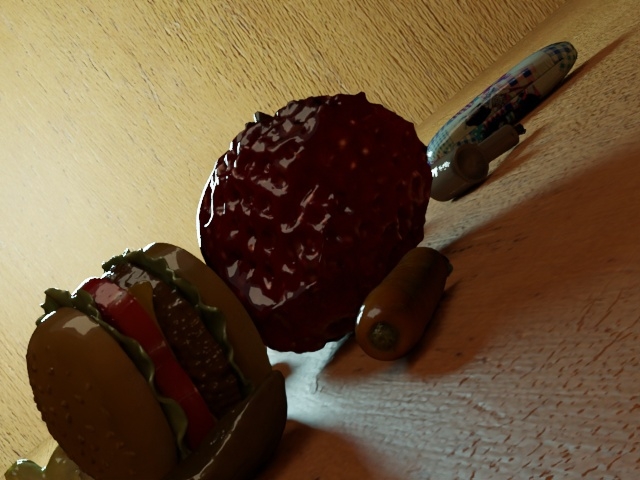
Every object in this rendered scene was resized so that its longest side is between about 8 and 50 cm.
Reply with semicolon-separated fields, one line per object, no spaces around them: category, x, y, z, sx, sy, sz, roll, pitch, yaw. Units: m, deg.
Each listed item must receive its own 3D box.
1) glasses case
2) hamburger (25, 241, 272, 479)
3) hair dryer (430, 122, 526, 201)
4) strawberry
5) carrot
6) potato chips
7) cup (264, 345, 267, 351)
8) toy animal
glasses case;0.318;-0.240;2.278;0.327;0.076;0.125;-39;3;0
hamburger;-0.204;0.154;1.419;0.212;0.274;0.274;-37;2;-32
hair dryer;0.244;-0.128;1.952;0.182;0.064;0.117;-33;-1;-27
strawberry;0.000;0.000;1.609;0.318;0.295;0.345;-21;43;15
carrot;0.082;0.064;1.270;0.067;0.067;0.225;-38;3;23
potato chips;-0.098;0.216;1.239;0.195;0.062;0.208;-43;3;30
cup;-0.163;0.165;1.825;0.173;0.134;0.142;-41;6;-32
toy animal;-0.380;0.343;1.999;0.233;0.121;0.168;-39;-7;-33
